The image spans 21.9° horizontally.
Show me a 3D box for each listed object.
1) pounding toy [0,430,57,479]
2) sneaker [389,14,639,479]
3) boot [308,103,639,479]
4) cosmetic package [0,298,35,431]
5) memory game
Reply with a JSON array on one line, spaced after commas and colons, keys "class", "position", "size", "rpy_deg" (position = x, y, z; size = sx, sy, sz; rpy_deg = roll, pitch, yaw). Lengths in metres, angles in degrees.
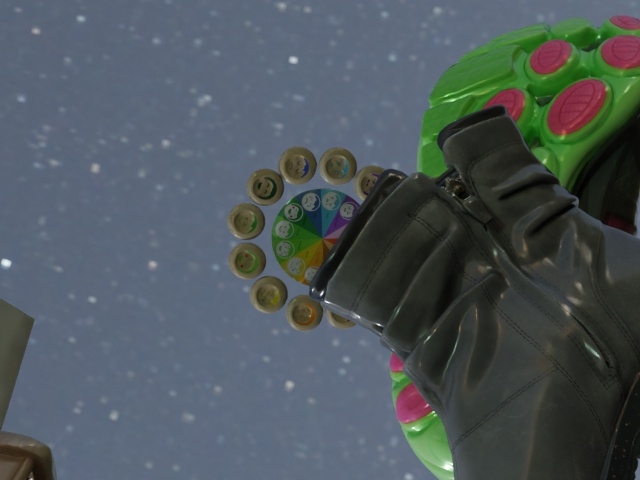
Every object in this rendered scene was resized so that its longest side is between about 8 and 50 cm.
[{"class": "pounding toy", "position": [-0.213, 0.204, 1.179], "size": [0.269, 0.154, 0.155], "rpy_deg": [43, -145, -13]}, {"class": "sneaker", "position": [0.166, 0.010, 1.280], "size": [0.202, 0.185, 0.483], "rpy_deg": [67, -144, -45]}, {"class": "boot", "position": [0.076, 0.087, 0.930], "size": [0.338, 0.223, 0.118], "rpy_deg": [-47, -9, -37]}, {"class": "cosmetic package", "position": [-0.345, 0.174, 1.533], "size": [0.060, 0.099, 0.239], "rpy_deg": [36, -126, -37]}, {"class": "memory game", "position": [0.000, 0.000, 1.587], "size": [0.012, 0.186, 0.186], "rpy_deg": [-86, 2, -78]}]
